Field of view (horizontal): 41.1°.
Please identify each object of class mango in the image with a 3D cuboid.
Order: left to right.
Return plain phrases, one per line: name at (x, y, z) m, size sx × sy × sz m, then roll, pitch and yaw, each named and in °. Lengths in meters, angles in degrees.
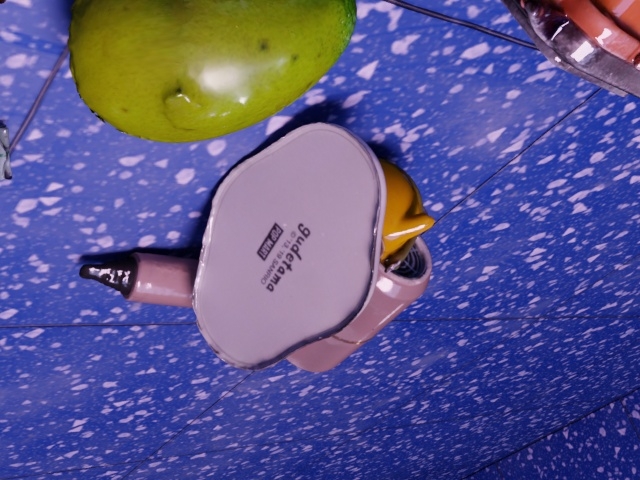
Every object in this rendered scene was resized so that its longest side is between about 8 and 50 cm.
mango at (-0.062, -0.118, 0.514) m, size 0.178 × 0.100 × 0.119 m, roll -17°, pitch 154°, yaw -8°

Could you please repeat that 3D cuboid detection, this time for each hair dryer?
hair dryer at (-0.067, 0.044, 0.854) m, size 0.344 × 0.107 × 0.189 m, roll 7°, pitch 143°, yaw -34°

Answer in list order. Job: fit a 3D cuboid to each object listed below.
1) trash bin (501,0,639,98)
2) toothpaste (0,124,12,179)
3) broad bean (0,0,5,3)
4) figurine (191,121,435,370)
trash bin at (0.207, -0.210, 0.481) m, size 0.184 × 0.161 × 0.238 m, roll 6°, pitch 137°, yaw -44°
toothpaste at (-0.312, -0.043, 0.563) m, size 0.205 × 0.036 × 0.056 m, roll -12°, pitch 150°, yaw -24°
broad bean at (-0.261, -0.115, 0.440) m, size 0.195 × 0.046 × 0.061 m, roll -19°, pitch 152°, yaw -5°
figurine at (0.000, 0.000, 0.773) m, size 0.250 × 0.166 × 0.141 m, roll -45°, pitch 166°, yaw 31°
